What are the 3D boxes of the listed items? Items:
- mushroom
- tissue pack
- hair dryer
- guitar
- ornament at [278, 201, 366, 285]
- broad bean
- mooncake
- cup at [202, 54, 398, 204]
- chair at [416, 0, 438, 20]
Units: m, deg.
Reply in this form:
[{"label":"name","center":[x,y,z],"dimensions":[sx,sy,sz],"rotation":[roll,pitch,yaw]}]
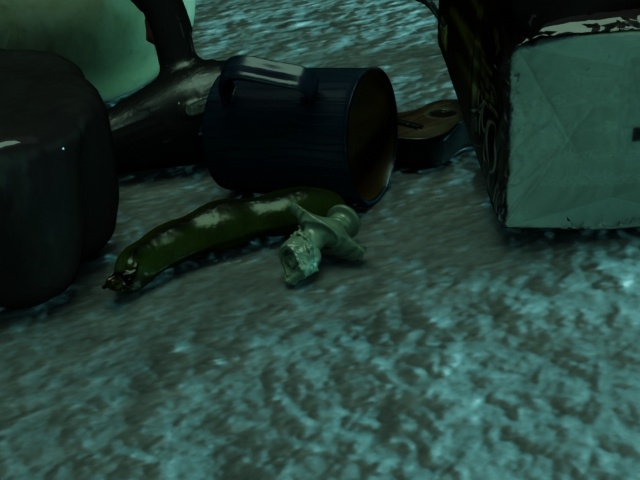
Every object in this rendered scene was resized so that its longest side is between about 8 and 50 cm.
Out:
[{"label":"mushroom","center":[-0.256,-0.256,1.576],"dimensions":[0.356,0.315,0.315],"rotation":[-40,24,8]},{"label":"tissue pack","center":[0.223,-0.173,1.320],"dimensions":[0.210,0.198,0.370],"rotation":[1,32,-5]},{"label":"hair dryer","center":[-0.179,-0.188,1.430],"dimensions":[0.235,0.272,0.091],"rotation":[-19,-3,-11]},{"label":"guitar","center":[0.153,-0.126,1.473],"dimensions":[0.271,0.038,0.084],"rotation":[-27,33,-37]},{"label":"ornament","center":[0.001,-0.002,1.223],"dimensions":[0.092,0.041,0.068],"rotation":[-9,45,-39]},{"label":"broad bean","center":[-0.080,-0.003,1.244],"dimensions":[0.226,0.039,0.069],"rotation":[-24,36,-33]},{"label":"mooncake","center":[-0.298,-0.048,1.243],"dimensions":[0.306,0.154,0.306],"rotation":[-4,25,2]},{"label":"cup","center":[-0.021,-0.107,1.330],"dimensions":[0.138,0.150,0.113],"rotation":[4,35,24]},{"label":"chair","center":[0.235,-0.233,1.644],"dimensions":[0.174,0.149,0.213],"rotation":[-23,72,-41]}]
